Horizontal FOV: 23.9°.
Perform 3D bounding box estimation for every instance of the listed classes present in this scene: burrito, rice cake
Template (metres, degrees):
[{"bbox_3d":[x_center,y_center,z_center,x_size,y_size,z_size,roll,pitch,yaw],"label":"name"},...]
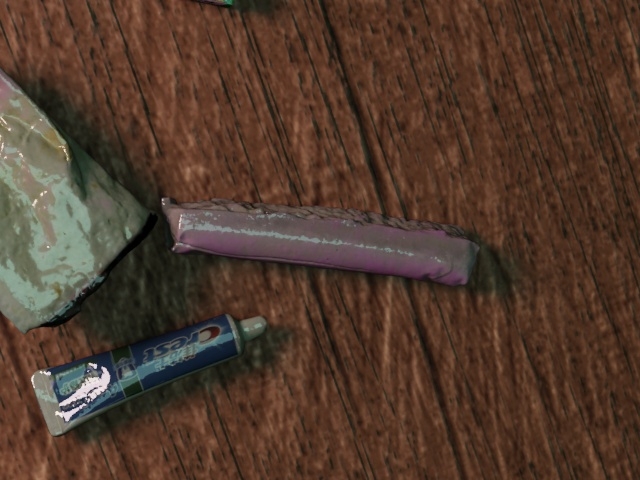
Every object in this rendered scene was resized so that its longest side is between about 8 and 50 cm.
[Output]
[{"bbox_3d":[-0.250,-0.046,1.166,0.229,0.089,0.144,48,69,-14],"label":"burrito"},{"bbox_3d":[0.000,0.000,1.248,0.270,0.049,0.055,8,107,-15],"label":"rice cake"}]

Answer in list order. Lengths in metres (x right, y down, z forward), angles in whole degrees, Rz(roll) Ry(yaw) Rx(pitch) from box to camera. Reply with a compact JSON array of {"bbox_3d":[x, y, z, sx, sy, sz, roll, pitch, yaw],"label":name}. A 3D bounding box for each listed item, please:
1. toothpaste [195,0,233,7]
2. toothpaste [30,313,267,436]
[{"bbox_3d":[-0.076,-0.277,1.212,0.043,0.037,0.178,11,92,-13],"label":"toothpaste"},{"bbox_3d":[-0.136,0.101,1.232,0.197,0.035,0.057,-20,83,-10],"label":"toothpaste"}]
